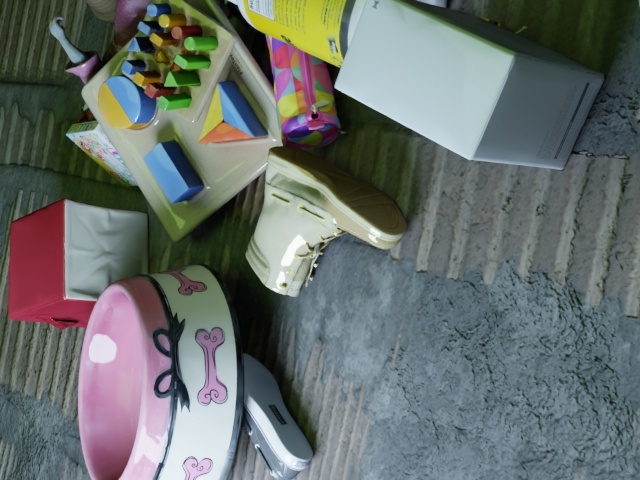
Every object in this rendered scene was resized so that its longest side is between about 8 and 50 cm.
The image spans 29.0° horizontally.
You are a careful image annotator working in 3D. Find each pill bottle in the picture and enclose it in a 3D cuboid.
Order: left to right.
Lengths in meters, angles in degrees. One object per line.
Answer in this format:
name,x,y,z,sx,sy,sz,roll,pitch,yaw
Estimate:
pill bottle,0.000,-0.362,1.771,0.334,0.188,0.187,30,106,34

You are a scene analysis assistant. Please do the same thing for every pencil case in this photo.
pencil case,-0.028,-0.254,1.904,0.104,0.104,0.236,-32,60,42

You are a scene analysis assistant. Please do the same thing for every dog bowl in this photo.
dog bowl,-0.271,0.235,1.986,0.408,0.150,0.407,-15,73,61

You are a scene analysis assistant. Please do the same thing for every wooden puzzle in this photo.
wooden puzzle,-0.234,-0.207,2.038,0.348,0.080,0.322,-39,80,33

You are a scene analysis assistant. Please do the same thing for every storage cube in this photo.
storage cube,-0.439,0.047,2.259,0.193,0.184,0.214,-19,68,45

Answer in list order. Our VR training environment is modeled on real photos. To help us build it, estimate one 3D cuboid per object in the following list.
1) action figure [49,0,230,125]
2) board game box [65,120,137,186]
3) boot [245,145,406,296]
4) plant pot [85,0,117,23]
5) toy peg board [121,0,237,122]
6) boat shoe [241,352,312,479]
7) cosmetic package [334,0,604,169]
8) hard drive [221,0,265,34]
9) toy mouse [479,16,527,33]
action figure,-0.324,-0.333,2.236,0.276,0.248,0.370,35,111,18
board game box,-0.377,-0.157,2.253,0.103,0.154,0.026,-2,52,49
boot,0.000,0.000,1.827,0.262,0.095,0.203,32,117,31
plant pot,-0.416,-0.547,2.402,0.237,0.110,0.237,-10,76,48
toy peg board,-0.241,-0.291,1.941,0.161,0.079,0.161,37,114,18
boat shoe,-0.091,0.274,1.897,0.076,0.080,0.228,-54,54,26
cosmetic package,0.182,-0.194,1.517,0.224,0.225,0.138,33,109,35
hard drive,-0.121,-0.524,2.089,0.339,0.064,0.236,50,120,43
toy mouse,0.206,-0.229,1.675,0.161,0.031,0.143,23,100,46
